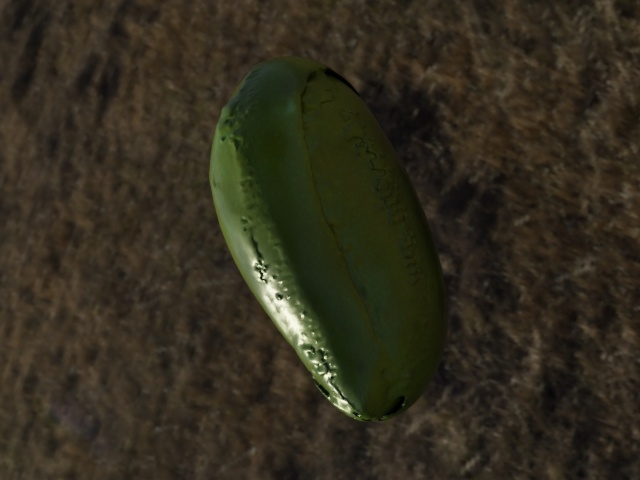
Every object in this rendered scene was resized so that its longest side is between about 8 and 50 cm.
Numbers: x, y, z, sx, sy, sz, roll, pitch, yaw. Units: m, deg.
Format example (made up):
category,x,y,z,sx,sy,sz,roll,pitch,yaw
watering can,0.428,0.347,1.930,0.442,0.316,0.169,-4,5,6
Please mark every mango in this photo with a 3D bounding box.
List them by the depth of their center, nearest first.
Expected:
category,x,y,z,sx,sy,sz,roll,pitch,yaw
mango,0.000,0.000,0.482,0.074,0.091,0.165,-32,69,48
